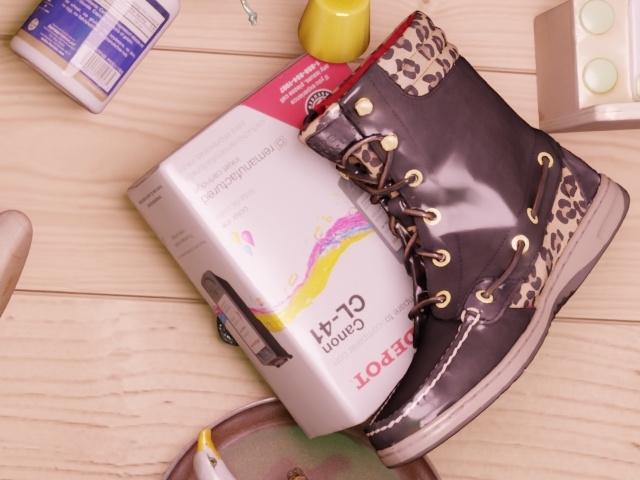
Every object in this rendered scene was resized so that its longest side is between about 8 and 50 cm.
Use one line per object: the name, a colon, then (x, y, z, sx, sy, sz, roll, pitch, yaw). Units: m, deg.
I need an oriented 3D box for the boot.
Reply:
boot: (0.090, -0.009, 1.728, 0.284, 0.138, 0.377, 46, 61, -9)

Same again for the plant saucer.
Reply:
plant saucer: (-0.020, 0.305, 1.903, 0.311, 0.050, 0.310, 0, 91, -6)

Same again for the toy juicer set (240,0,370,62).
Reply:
toy juicer set: (-0.010, -0.323, 1.875, 0.209, 0.089, 0.329, 19, 55, 5)

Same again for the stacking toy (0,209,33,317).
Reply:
stacking toy: (-0.448, -0.022, 1.825, 0.330, 0.141, 0.141, 23, 88, 1)

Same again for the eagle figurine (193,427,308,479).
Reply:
eagle figurine: (-0.107, 0.285, 1.756, 0.298, 0.226, 0.225, -17, 65, -31)

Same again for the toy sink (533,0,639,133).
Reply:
toy sink: (0.306, -0.176, 1.846, 0.153, 0.234, 0.131, -3, 91, -6)

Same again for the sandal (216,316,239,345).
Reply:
sandal: (-0.054, 0.025, 1.908, 0.067, 0.040, 0.179, 22, 73, -11)

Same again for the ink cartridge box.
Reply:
ink cartridge box: (0.000, 0.000, 1.839, 0.226, 0.131, 0.306, -39, 93, -23)

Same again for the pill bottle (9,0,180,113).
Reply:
pill bottle: (-0.201, -0.225, 1.849, 0.112, 0.112, 0.186, 38, 86, -5)
